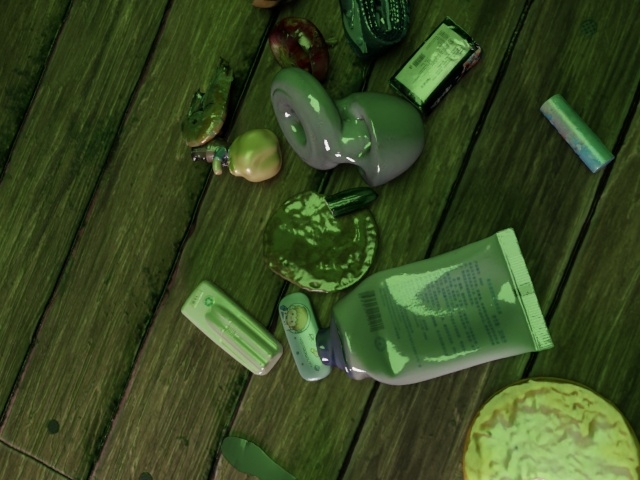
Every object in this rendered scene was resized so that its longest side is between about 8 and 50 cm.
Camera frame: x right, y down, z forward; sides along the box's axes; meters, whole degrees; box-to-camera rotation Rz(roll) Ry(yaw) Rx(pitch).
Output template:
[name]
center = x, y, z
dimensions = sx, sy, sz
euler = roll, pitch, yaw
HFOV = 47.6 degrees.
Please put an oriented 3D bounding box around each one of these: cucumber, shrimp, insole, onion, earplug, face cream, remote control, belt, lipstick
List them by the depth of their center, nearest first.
[lipstick]
center = 0.475, -0.200, 1.346
dimensions = 0.048, 0.048, 0.158
euler = -37, 75, 8
[face cream]
center = 0.195, 0.145, 1.357
dimensions = 0.420, 0.137, 0.235
euler = -17, 78, 4
[earplug]
center = 0.042, -0.224, 1.401
dimensions = 0.325, 0.214, 0.175
euler = 23, 62, 14
[cucumber]
center = 0.061, -0.079, 1.414
dimensions = 0.105, 0.048, 0.048
euler = -19, 79, 7
[belt]
center = 0.099, -0.473, 1.450
dimensions = 0.122, 0.128, 0.218
euler = -6, 82, -23
[insole]
center = -0.121, 0.453, 1.453
dimensions = 0.188, 0.004, 0.064
euler = 30, 92, 16
[remote control]
center = -0.182, 0.179, 1.479
dimensions = 0.230, 0.049, 0.090
euler = 37, 91, 18
[onion]
center = -0.021, -0.396, 1.481
dimensions = 0.140, 0.150, 0.150
euler = -36, 73, -23
[shrimp]
center = -0.239, -0.292, 1.535
dimensions = 0.126, 0.047, 0.223
euler = -11, 56, 37

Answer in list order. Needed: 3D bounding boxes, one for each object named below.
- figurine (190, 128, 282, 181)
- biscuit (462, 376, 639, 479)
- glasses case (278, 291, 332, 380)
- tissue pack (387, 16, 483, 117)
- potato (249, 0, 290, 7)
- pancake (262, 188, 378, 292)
[figurine]
center = -0.175, -0.174, 1.494
dimensions = 0.196, 0.114, 0.108
euler = 1, 93, 24
[biscuit]
center = 0.411, 0.347, 1.301
dimensions = 0.309, 0.040, 0.204
euler = -2, 83, 15
[glasses case]
center = -0.030, 0.190, 1.438
dimensions = 0.067, 0.045, 0.178
euler = -22, 78, 11
[tissue pack]
center = 0.224, -0.335, 1.410
dimensions = 0.103, 0.090, 0.170
euler = 45, 98, 16
[potato]
center = -0.093, -0.579, 1.542
dimensions = 0.120, 0.100, 0.261
euler = 9, 67, -21
[pancake]
center = 0.000, 0.000, 1.452
dimensions = 0.236, 0.042, 0.222
euler = -8, 73, 10
